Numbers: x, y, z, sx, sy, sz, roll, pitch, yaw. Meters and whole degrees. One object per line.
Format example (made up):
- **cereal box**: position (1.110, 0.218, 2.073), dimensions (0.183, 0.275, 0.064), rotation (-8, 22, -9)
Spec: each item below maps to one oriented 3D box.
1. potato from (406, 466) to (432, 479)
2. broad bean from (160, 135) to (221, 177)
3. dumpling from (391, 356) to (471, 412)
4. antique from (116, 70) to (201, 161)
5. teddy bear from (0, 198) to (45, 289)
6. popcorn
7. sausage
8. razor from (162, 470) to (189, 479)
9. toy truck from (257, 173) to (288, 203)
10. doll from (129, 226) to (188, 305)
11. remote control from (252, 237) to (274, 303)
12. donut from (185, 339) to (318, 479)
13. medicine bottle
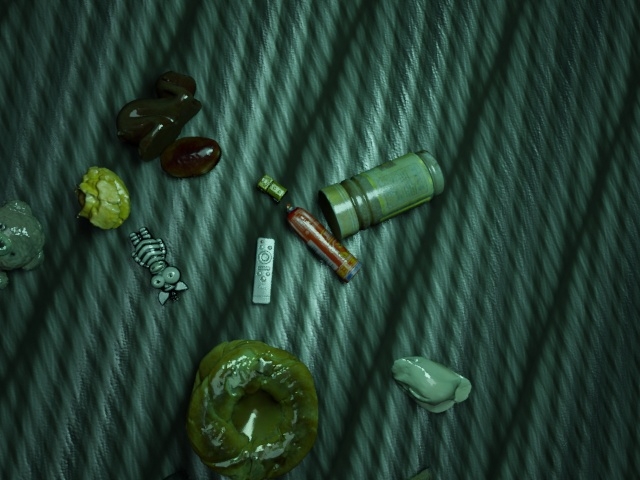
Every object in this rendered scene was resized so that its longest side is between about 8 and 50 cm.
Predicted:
- **potato**: position (0.257, 0.713, 1.320), dimensions (0.172, 0.100, 0.089), rotation (-23, 94, -11)
- **broad bean**: position (-0.356, -0.230, 1.325), dimensions (0.165, 0.084, 0.114), rotation (-5, 70, -1)
- **dumpling**: position (0.295, 0.402, 1.347), dimensions (0.229, 0.124, 0.151), rotation (26, 119, 1)
- **antique**: position (-0.436, -0.351, 1.307), dimensions (0.143, 0.121, 0.257), rotation (42, 89, 7)
- **teddy bear**: position (-0.843, 0.014, 1.209), dimensions (0.267, 0.151, 0.235), rotation (-9, 107, -5)
- **popcorn**: position (-0.563, -0.107, 1.257), dimensions (0.152, 0.148, 0.167), rotation (-16, 71, -38)
- **sausage**: position (0.000, 0.000, 1.354), dimensions (0.274, 0.074, 0.074), rotation (44, 82, -1)
- **razor**: position (-0.329, 0.769, 1.230), dimensions (0.204, 0.113, 0.349), rotation (-41, 90, -9)
- **toy truck**: position (-0.137, -0.147, 1.356), dimensions (0.083, 0.054, 0.049), rotation (37, 82, -2)
- **doll**: position (-0.437, 0.066, 1.296), dimensions (0.091, 0.067, 0.219), rotation (-31, 91, -13)
- **remote control**: position (-0.159, 0.084, 1.352), dimensions (0.050, 0.027, 0.184), rotation (5, 80, -8)
- **donut**: position (-0.177, 0.431, 1.252), dimensions (0.361, 0.170, 0.359), rotation (1, 87, -13)
- **medicine bottle**: position (0.169, -0.131, 1.344), dimensions (0.323, 0.151, 0.151), rotation (-23, 89, -9)
